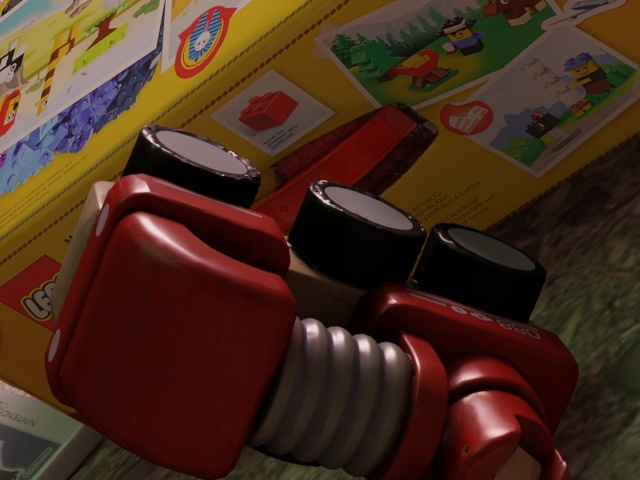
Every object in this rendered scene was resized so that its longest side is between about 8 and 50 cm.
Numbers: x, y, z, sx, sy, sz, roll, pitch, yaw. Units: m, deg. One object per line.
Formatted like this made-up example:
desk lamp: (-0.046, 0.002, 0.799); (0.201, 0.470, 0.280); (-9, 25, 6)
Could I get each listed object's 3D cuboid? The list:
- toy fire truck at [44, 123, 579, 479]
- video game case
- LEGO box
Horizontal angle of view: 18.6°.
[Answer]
toy fire truck: (0.002, 0.084, 0.781); (0.246, 0.217, 0.158); (-120, 51, -68)
video game case: (-0.266, 0.179, 1.318); (0.183, 0.023, 0.201); (10, 52, 47)
LEGO box: (-0.005, -0.159, 1.165); (0.500, 0.193, 0.372); (-34, 38, 34)
